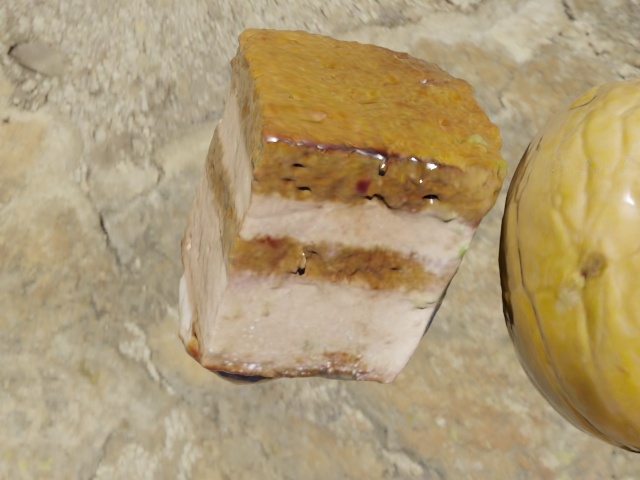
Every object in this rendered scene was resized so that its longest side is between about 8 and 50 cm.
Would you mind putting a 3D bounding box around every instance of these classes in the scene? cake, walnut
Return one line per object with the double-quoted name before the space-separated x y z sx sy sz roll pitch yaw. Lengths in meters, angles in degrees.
"cake" 0.000 0.000 0.967 0.198 0.196 0.293 8 122 -19
"walnut" 0.176 0.009 0.621 0.167 0.167 0.207 7 69 -10
